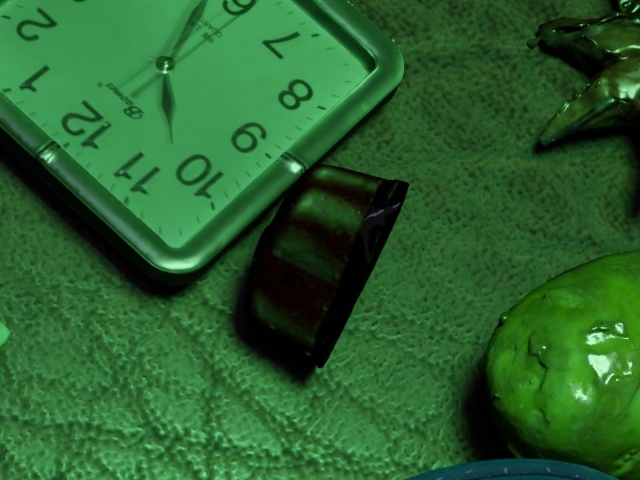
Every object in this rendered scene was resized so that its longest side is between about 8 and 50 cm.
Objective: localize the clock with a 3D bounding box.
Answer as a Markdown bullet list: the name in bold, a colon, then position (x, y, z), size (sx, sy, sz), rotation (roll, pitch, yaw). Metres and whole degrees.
- **clock**: position (-0.113, -0.132, 1.353), size (0.273, 0.049, 0.279), rotation (42, 63, 8)

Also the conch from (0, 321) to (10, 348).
- **conch**: position (-0.266, 0.123, 1.198), size (0.065, 0.088, 0.180), rotation (57, 47, -34)

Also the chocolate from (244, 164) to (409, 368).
- **chocolate**: position (0.000, 0.000, 1.281), size (0.080, 0.149, 0.125), rotation (23, 24, -2)

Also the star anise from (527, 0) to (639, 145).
- **star anise**: position (0.292, -0.140, 1.411), size (0.272, 0.102, 0.272), rotation (0, 58, 1)

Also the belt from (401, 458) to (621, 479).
- **belt**: position (0.075, 0.265, 1.178), size (0.347, 0.117, 0.212), rotation (-19, 73, -21)

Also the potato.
- **potato**: position (0.253, 0.092, 1.294), size (0.298, 0.141, 0.176), rotation (-1, 79, -22)
